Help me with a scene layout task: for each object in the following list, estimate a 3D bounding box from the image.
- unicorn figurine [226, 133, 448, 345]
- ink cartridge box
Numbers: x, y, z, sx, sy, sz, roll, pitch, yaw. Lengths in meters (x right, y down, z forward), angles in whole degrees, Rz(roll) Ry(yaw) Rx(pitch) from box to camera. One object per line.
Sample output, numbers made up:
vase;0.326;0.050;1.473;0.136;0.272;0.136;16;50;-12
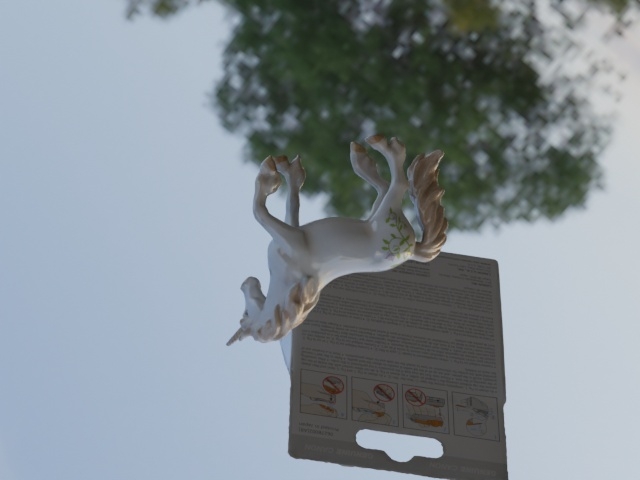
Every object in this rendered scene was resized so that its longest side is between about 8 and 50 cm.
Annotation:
unicorn figurine;0.000;0.000;0.994;0.060;0.161;0.111;-17;-84;-76
ink cartridge box;0.058;0.102;1.331;0.181;0.056;0.225;9;-128;-9
